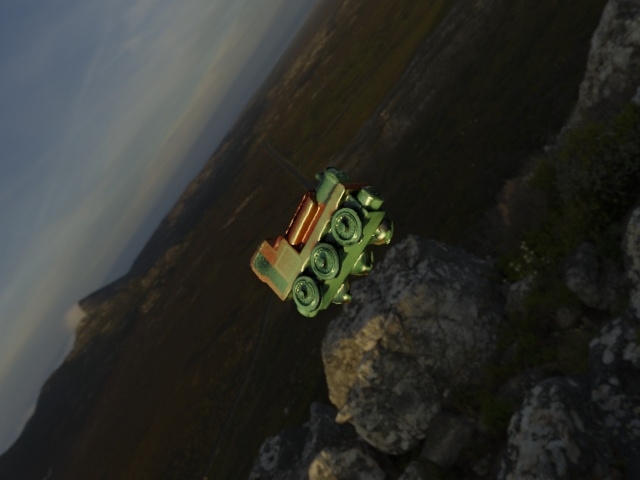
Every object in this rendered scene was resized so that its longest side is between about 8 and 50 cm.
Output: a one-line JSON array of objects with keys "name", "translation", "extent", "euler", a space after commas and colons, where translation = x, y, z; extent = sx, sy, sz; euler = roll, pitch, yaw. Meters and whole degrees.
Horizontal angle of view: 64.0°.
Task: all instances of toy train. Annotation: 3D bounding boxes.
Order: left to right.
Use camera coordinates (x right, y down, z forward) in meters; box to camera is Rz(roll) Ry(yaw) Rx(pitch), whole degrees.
[{"name": "toy train", "translation": [0.000, 0.000, 0.570], "extent": [0.074, 0.118, 0.175], "euler": [-9, -45, -49]}]
